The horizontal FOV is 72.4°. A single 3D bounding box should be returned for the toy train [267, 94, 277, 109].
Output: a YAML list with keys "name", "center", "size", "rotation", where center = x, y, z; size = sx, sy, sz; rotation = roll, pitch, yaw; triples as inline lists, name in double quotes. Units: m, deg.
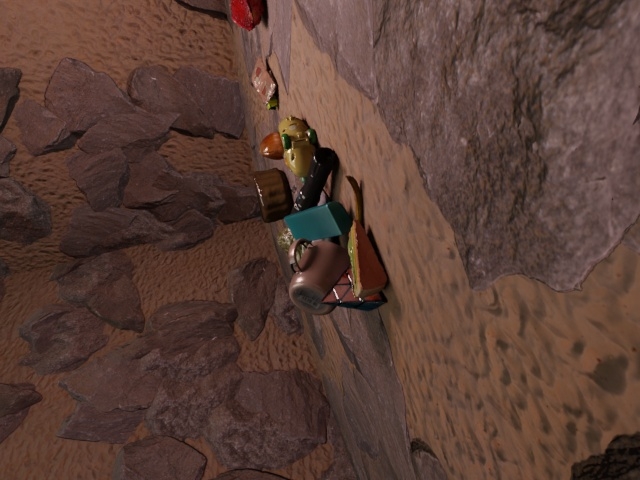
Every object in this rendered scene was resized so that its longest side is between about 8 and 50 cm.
- name: "toy train"
  center: [-0.271, -0.763, 2.256]
  size: [0.085, 0.053, 0.249]
  rotation: [103, 153, -46]

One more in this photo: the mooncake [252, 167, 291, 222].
- name: "mooncake"
  center: [-0.279, -0.265, 2.561]
  size: [0.324, 0.187, 0.323]
  rotation: [167, 90, -81]

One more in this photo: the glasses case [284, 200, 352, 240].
- name: "glasses case"
  center: [-0.013, -0.066, 1.552]
  size: [0.301, 0.070, 0.117]
  rotation: [-8, 113, 58]

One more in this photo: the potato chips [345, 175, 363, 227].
- name: "potato chips"
  center: [0.109, -0.103, 1.312]
  size: [0.026, 0.037, 0.203]
  rotation: [-105, 1, -57]

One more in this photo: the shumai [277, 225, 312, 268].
- name: "shumai"
  center: [-0.092, 0.050, 2.058]
  size: [0.256, 0.189, 0.218]
  rotation: [90, 164, -67]

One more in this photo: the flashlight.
- name: "flashlight"
  center: [-0.030, -0.184, 1.600]
  size: [0.424, 0.103, 0.103]
  rotation: [117, 139, -57]

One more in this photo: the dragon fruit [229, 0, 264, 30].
- name: "dragon fruit"
  center: [-0.318, -1.055, 1.921]
  size: [0.261, 0.163, 0.189]
  rotation: [116, 173, -78]

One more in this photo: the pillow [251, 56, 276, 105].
- name: "pillow"
  center: [-0.279, -0.790, 2.174]
  size: [0.135, 0.049, 0.248]
  rotation: [-54, 48, 37]

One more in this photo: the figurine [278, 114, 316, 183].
- name: "figurine"
  center: [-0.091, -0.366, 1.735]
  size: [0.324, 0.124, 0.222]
  rotation: [-112, 10, -45]

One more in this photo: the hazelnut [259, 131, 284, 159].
- name: "hazelnut"
  center: [-0.236, -0.475, 2.206]
  size: [0.150, 0.150, 0.150]
  rotation: [166, 90, -78]

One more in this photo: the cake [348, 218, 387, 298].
- name: "cake"
  center: [0.136, 0.055, 1.306]
  size: [0.109, 0.090, 0.225]
  rotation: [105, 161, -68]

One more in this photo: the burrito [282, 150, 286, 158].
- name: "burrito"
  center: [-0.148, -0.435, 2.087]
  size: [0.058, 0.045, 0.188]
  rotation: [49, 163, 3]

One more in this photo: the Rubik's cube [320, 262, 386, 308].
- name: "Rubik's cube"
  center: [0.144, 0.163, 1.446]
  size: [0.178, 0.212, 0.190]
  rotation: [59, -141, -50]

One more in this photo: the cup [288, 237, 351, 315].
- name: "cup"
  center: [-0.019, 0.114, 1.504]
  size: [0.253, 0.192, 0.200]
  rotation: [50, -138, -21]

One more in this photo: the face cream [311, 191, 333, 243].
- name: "face cream"
  center: [0.000, 0.000, 1.785]
  size: [0.234, 0.137, 0.420]
  rotation: [-113, 22, -54]
